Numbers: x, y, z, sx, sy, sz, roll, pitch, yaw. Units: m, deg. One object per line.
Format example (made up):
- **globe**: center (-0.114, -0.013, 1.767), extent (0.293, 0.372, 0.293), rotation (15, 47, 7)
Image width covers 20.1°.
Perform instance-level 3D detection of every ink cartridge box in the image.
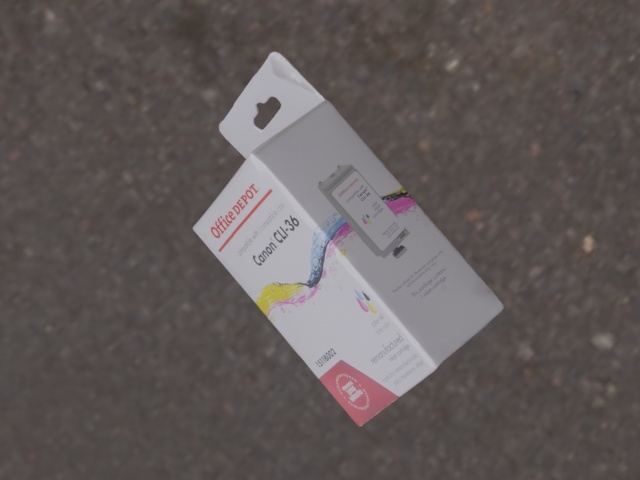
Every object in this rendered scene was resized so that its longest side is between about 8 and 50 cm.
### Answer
- **ink cartridge box**: center (0.000, 0.000, 1.050), extent (0.198, 0.067, 0.115), rotation (50, 148, 4)
